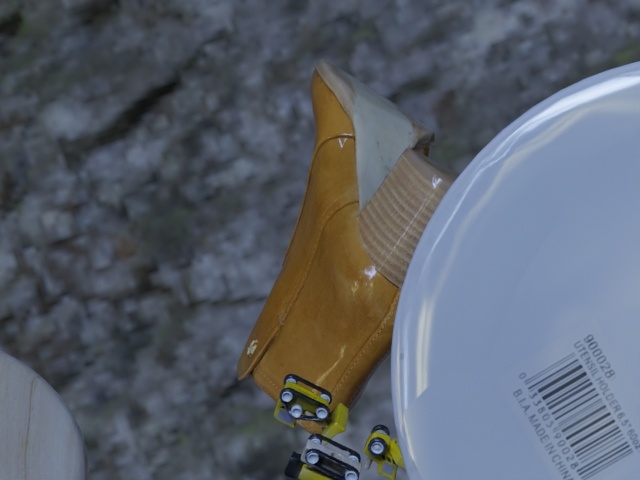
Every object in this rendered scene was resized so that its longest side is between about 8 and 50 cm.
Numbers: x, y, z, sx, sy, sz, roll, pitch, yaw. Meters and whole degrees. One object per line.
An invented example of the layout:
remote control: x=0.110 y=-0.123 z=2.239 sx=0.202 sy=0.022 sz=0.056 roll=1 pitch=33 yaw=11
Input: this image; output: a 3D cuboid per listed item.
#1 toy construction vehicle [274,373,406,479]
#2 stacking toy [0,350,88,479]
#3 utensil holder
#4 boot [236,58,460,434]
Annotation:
toy construction vehicle: x=0.014 y=0.128 z=1.074 sx=0.035 sy=0.098 sz=0.086 roll=-62 pitch=7 yaw=20
stacking toy: x=-0.256 y=0.203 z=1.051 sx=0.141 sy=0.141 sz=0.330 roll=-11 pitch=-32 yaw=-43
utensil holder: x=0.227 y=0.084 z=1.010 sx=0.327 sy=0.328 sz=0.385 roll=-21 pitch=-13 yaw=10
boot: x=0.001 y=0.001 z=1.316 sx=0.211 sy=0.104 sz=0.295 roll=-57 pitch=24 yaw=13
